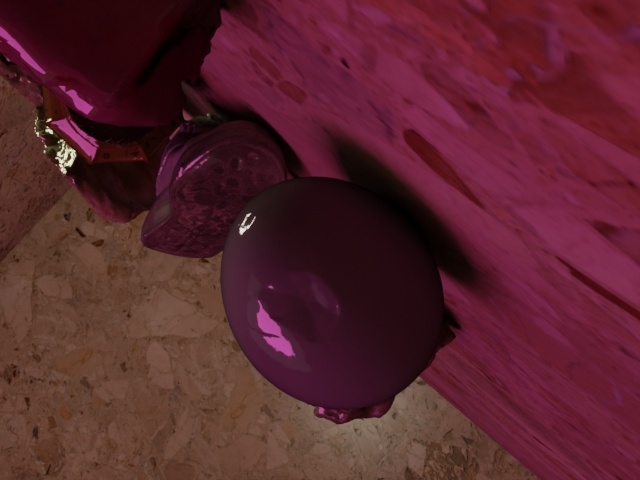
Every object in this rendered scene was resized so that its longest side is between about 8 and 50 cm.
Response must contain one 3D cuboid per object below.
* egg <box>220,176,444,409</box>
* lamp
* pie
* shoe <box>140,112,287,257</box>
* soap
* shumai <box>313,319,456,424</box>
[{"bbox_3d":[0.009,0.042,0.620,0.176,0.176,0.232,38,167,34],"label":"egg"},{"bbox_3d":[-0.232,-0.162,0.839,0.161,0.161,0.185,44,173,-19],"label":"lamp"},{"bbox_3d":[-0.314,-0.175,1.039,0.337,0.075,0.337,52,-160,-28],"label":"pie"},{"bbox_3d":[-0.125,-0.092,0.889,0.124,0.159,0.316,17,152,-24],"label":"shoe"},{"bbox_3d":[-0.191,-0.195,0.407,0.325,0.127,0.220,42,175,-10],"label":"soap"},{"bbox_3d":[0.074,0.157,0.976,0.218,0.184,0.185,11,116,45],"label":"shumai"}]
